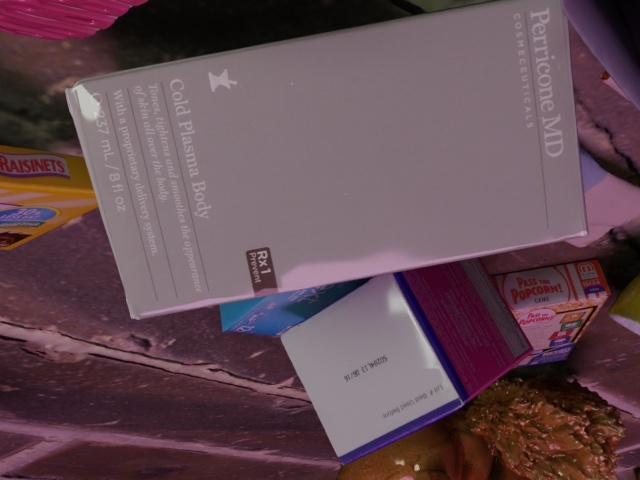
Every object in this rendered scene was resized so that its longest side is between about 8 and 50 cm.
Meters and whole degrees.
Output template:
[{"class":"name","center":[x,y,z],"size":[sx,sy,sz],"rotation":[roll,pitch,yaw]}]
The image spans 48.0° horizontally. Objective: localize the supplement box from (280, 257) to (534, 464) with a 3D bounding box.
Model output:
[{"class":"supplement box","center":[0.084,0.087,0.607],"size":[0.111,0.114,0.220],"rotation":[-34,165,25]}]

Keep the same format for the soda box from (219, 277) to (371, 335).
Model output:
[{"class":"soda box","center":[0.000,0.000,0.547],"size":[0.067,0.071,0.210],"rotation":[11,144,-37]}]

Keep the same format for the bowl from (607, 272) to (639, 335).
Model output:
[{"class":"bowl","center":[0.452,0.072,0.702],"size":[0.289,0.289,0.156],"rotation":[26,92,-47]}]

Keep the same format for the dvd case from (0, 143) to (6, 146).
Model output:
[{"class":"dvd case","center":[-0.301,-0.014,0.397],"size":[0.252,0.022,0.180],"rotation":[-17,172,3]}]

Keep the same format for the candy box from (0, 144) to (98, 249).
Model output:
[{"class":"candy box","center":[-0.207,-0.021,0.359],"size":[0.105,0.027,0.206],"rotation":[-24,170,24]}]

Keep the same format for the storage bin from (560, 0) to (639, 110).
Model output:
[{"class":"storage bin","center":[0.161,-0.140,0.333],"size":[0.098,0.091,0.135],"rotation":[-29,146,31]}]

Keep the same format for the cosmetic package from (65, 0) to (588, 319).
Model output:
[{"class":"cosmetic package","center":[0.009,-0.048,0.387],"size":[0.237,0.127,0.107],"rotation":[-12,-167,4]}]

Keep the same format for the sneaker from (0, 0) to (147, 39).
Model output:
[{"class":"sneaker","center":[-0.106,-0.134,0.296],"size":[0.170,0.075,0.063],"rotation":[-5,178,39]}]

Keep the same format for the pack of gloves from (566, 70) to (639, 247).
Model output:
[{"class":"pack of gloves","center":[0.223,-0.081,0.527],"size":[0.195,0.046,0.232],"rotation":[-37,148,28]}]

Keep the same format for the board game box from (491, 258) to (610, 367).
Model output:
[{"class":"board game box","center":[0.224,0.095,0.814],"size":[0.146,0.045,0.193],"rotation":[-9,151,-2]}]

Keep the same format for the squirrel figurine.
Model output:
[{"class":"squirrel figurine","center":[0.215,0.295,1.011],"size":[0.397,0.281,0.370],"rotation":[-36,133,15]}]
